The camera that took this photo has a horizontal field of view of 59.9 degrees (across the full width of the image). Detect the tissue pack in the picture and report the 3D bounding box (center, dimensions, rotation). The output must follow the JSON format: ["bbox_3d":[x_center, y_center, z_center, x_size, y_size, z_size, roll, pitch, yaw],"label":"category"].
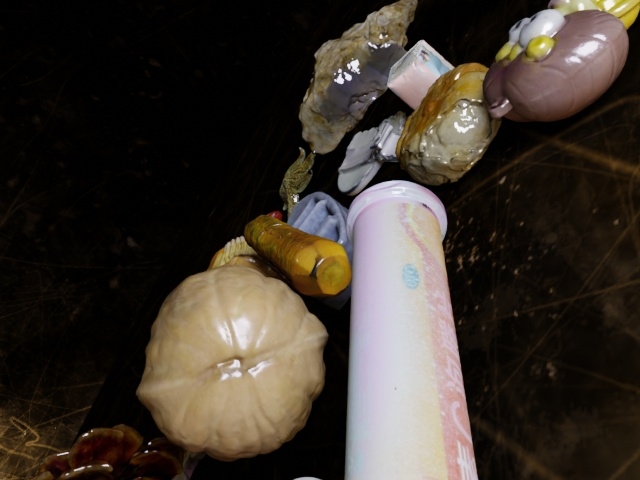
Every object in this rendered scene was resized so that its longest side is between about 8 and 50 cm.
[{"bbox_3d":[0.148,-0.217,0.765,0.074,0.094,0.058,-35,28,47],"label":"tissue pack"}]

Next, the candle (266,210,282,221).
[{"bbox_3d":[-0.170,0.079,1.194,0.051,0.048,0.329,9,67,56],"label":"candle"}]

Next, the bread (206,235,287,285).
[{"bbox_3d":[-0.139,0.080,0.977,0.190,0.132,0.114,-49,19,20],"label":"bread"}]

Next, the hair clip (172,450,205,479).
[{"bbox_3d":[-0.209,0.325,0.875,0.146,0.075,0.257,4,71,63],"label":"hair clip"}]

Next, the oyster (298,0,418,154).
[{"bbox_3d":[0.073,-0.324,1.077,0.341,0.166,0.110,-40,19,14],"label":"oyster"}]

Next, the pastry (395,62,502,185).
[{"bbox_3d":[0.152,-0.135,0.650,0.153,0.081,0.153,-57,8,12],"label":"pastry"}]

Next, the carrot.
[{"bbox_3d":[-0.037,0.012,0.702,0.070,0.070,0.260,-59,26,-1],"label":"carrot"}]

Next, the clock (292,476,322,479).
[{"bbox_3d":[-0.051,0.296,0.476,0.162,0.093,0.166,-40,25,37],"label":"clock"}]

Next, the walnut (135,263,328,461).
[{"bbox_3d":[-0.103,0.140,0.653,0.225,0.225,0.261,-64,6,-17],"label":"walnut"}]

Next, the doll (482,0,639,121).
[{"bbox_3d":[0.228,-0.186,0.526,0.188,0.096,0.145,-55,23,-22],"label":"doll"}]

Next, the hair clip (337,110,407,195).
[{"bbox_3d":[0.074,-0.142,0.913,0.140,0.054,0.220,-67,17,-11],"label":"hair clip"}]

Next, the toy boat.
[{"bbox_3d":[0.000,0.000,0.831,0.127,0.078,0.283,-56,18,11],"label":"toy boat"}]

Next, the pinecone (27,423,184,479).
[{"bbox_3d":[-0.246,0.361,0.658,0.244,0.244,0.309,-59,37,0],"label":"pinecone"}]

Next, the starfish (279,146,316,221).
[{"bbox_3d":[-0.054,-0.113,1.161,0.223,0.050,0.217,124,151,-63],"label":"starfish"}]

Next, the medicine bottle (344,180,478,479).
[{"bbox_3d":[0.068,0.117,0.443,0.108,0.108,0.426,-46,24,34],"label":"medicine bottle"}]
